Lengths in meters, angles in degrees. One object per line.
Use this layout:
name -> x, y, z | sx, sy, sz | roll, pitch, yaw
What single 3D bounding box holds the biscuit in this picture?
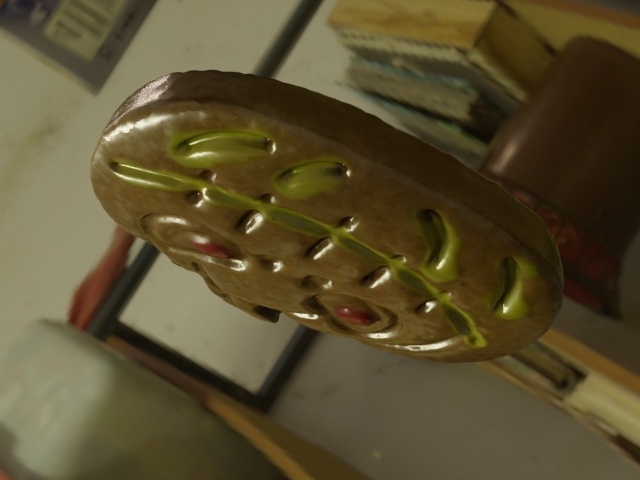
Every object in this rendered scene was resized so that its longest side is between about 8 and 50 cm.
biscuit -> -0.003, 0.008, 1.046 | 0.394, 0.070, 0.350 | 23, 152, -12
